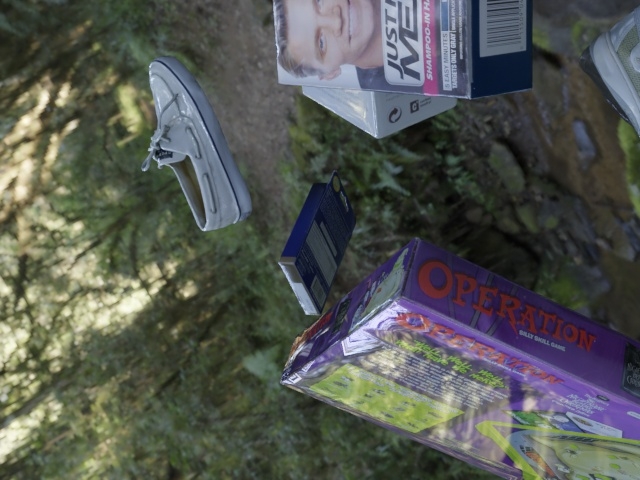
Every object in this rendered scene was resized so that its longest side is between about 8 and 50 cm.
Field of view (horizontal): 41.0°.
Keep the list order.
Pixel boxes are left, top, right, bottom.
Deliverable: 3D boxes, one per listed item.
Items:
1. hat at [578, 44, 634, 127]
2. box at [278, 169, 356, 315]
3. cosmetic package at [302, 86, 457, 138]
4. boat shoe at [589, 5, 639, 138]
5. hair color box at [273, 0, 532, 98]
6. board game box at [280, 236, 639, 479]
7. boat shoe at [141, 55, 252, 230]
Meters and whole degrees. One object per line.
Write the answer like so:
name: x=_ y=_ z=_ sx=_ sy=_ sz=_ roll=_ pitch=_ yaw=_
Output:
hat: x=0.573 y=-0.252 z=1.319 sx=0.331 sy=0.134 sz=0.331 roll=38 pitch=178 yaw=1
box: x=0.000 y=0.000 z=1.480 sx=0.036 sy=0.225 sz=0.136 roll=1 pitch=138 yaw=27
cosmetic package: x=0.064 y=-0.408 z=1.251 sx=0.230 sy=0.161 sz=0.453 roll=40 pitch=148 yaw=47
boat shoe: x=0.473 y=-0.162 z=1.103 sx=0.103 sy=0.118 sz=0.320 roll=-42 pitch=64 yaw=39
hair color box: x=0.081 y=-0.264 z=1.000 sx=0.347 sy=0.105 sz=0.174 roll=17 pitch=116 yaw=51
board game box: x=0.165 y=0.122 z=0.587 sx=0.347 sy=0.056 sz=0.208 roll=25 pitch=155 yaw=-12
boat shoe: x=-0.284 y=-0.183 z=1.696 sx=0.136 sy=0.156 sz=0.367 roll=-20 pitch=95 yaw=60
